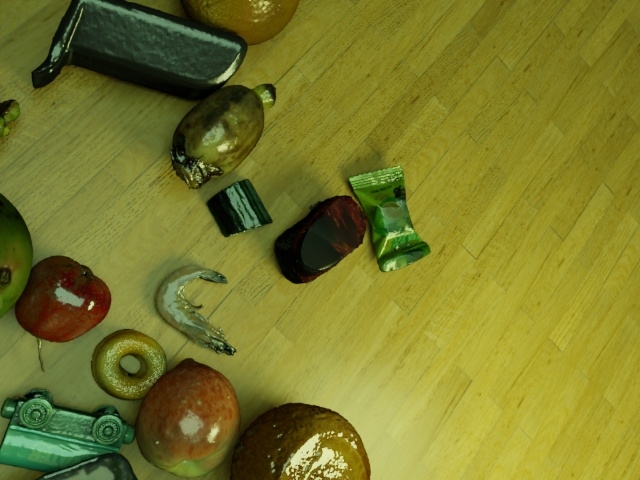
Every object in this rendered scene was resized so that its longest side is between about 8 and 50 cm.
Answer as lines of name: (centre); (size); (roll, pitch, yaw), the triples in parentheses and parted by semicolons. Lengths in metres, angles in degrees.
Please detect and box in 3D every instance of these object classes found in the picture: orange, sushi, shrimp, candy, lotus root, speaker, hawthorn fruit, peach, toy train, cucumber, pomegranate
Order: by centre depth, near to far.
pomegranate: (-0.654, -0.019, 1.080); (0.359, 0.310, 0.216); (25, 80, 18)
toy train: (-0.482, 0.376, 1.207); (0.248, 0.101, 0.159); (19, 85, -21)
hawthorn fruit: (-0.504, 0.135, 1.209); (0.163, 0.162, 0.203); (42, 87, -14)
peach: (-0.260, 0.339, 1.256); (0.233, 0.232, 0.232); (3, 82, -23)
speaker: (-0.366, -0.363, 1.312); (0.389, 0.180, 0.184); (11, 86, -21)
lotus root: (-0.209, -0.234, 1.363); (0.141, 0.169, 0.314); (37, 66, 10)
shrimp: (-0.242, 0.147, 1.366); (0.219, 0.046, 0.152); (44, 72, -12)
orange: (-0.169, -0.551, 1.368); (0.274, 0.274, 0.274); (3, 82, -23)
cucumber: (-0.174, -0.069, 1.415); (0.116, 0.062, 0.115); (-29, 92, -26)
sushi: (0.000, 0.000, 1.452); (0.136, 0.126, 0.225); (49, 62, -10)
candy: (0.170, -0.056, 1.561); (0.149, 0.069, 0.246); (-19, 96, -20)

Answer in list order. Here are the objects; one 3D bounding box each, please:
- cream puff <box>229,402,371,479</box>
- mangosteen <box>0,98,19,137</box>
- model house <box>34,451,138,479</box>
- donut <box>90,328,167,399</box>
cream puff: (-0.051, 0.469, 1.309); (0.303, 0.212, 0.302); (-8, 103, -37)
mangosteen: (-0.658, -0.234, 1.176); (0.180, 0.166, 0.166); (34, 69, -44)
model house: (-0.435, 0.580, 1.168); (0.272, 0.190, 0.300); (-23, 132, -25)
donut: (-0.381, 0.252, 1.286); (0.152, 0.058, 0.151); (3, 83, -26)
